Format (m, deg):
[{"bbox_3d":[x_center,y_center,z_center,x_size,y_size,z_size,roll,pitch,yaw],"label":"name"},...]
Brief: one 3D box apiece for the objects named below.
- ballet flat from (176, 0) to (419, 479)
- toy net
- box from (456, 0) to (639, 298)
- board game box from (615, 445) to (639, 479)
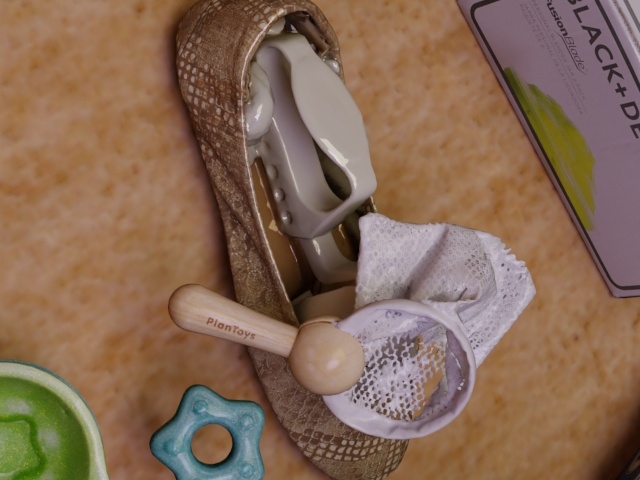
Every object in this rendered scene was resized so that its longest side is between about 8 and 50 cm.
[{"bbox_3d":[0.000,0.000,0.587,0.073,0.067,0.206,-27,100,-35],"label":"ballet flat"},{"bbox_3d":[-0.022,0.068,0.530,0.232,0.045,0.122,-22,93,-9],"label":"toy net"},{"bbox_3d":[0.216,-0.120,0.737,0.290,0.087,0.169,-39,106,-31],"label":"box"},{"bbox_3d":[0.267,0.080,0.720,0.165,0.042,0.243,40,69,5],"label":"board game box"}]
